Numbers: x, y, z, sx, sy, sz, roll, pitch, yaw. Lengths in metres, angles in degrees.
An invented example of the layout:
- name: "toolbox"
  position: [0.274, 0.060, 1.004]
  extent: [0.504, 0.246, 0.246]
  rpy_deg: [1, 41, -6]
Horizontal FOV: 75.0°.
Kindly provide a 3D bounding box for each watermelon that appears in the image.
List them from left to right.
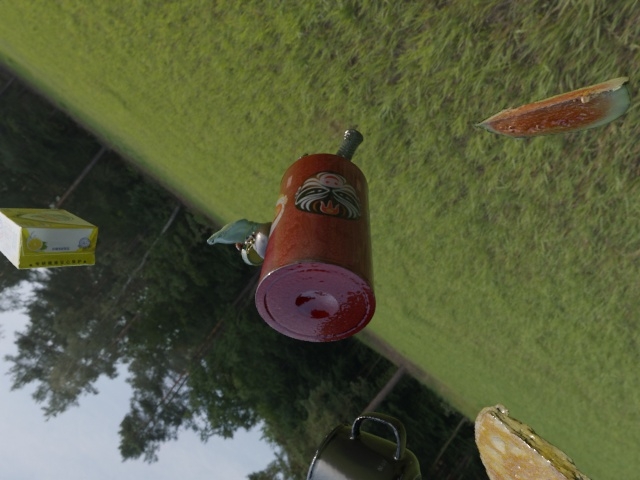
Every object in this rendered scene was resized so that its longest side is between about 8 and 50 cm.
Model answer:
- name: "watermelon"
  position: [0.342, -0.187, 0.610]
  extent: [0.245, 0.119, 0.063]
  rpy_deg: [-166, 67, -67]

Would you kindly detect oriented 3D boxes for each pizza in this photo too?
- name: "pizza"
  position: [0.277, 0.298, 0.513]
  extent: [0.181, 0.034, 0.262]
  rpy_deg: [67, 164, 5]

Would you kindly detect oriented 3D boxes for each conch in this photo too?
- name: "conch"
  position: [-0.227, -0.025, 1.167]
  extent: [0.088, 0.180, 0.065]
  rpy_deg: [-8, 102, 51]

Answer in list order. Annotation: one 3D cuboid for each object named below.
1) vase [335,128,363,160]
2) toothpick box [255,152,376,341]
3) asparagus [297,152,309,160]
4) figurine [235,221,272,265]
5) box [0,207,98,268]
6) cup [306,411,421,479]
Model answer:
- name: "vase"
  position: [0.078, -0.294, 1.511]
  extent: [0.115, 0.237, 0.115]
  rpy_deg: [21, 157, 9]
- name: "toothpick box"
  position: [0.000, 0.000, 0.809]
  extent: [0.204, 0.204, 0.333]
  rpy_deg: [39, -146, -26]
- name: "asparagus"
  position: [-0.047, -0.238, 1.207]
  extent: [0.022, 0.023, 0.233]
  rpy_deg: [4, -166, 1]
- name: "figurine"
  position: [-0.184, 0.013, 1.495]
  extent: [0.161, 0.158, 0.275]
  rpy_deg: [-1, 180, -35]
- name: "box"
  position: [-0.692, -0.012, 1.045]
  extent: [0.265, 0.097, 0.168]
  rpy_deg: [17, -167, 42]
- name: "cup"
  position: [0.081, 0.404, 0.738]
  extent: [0.176, 0.223, 0.169]
  rpy_deg: [15, -171, 35]
